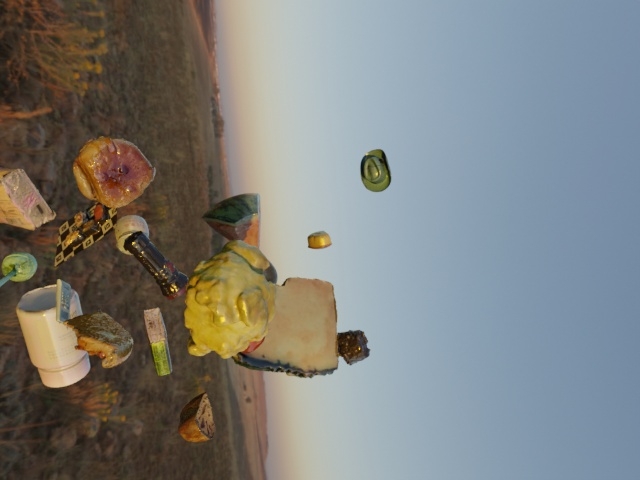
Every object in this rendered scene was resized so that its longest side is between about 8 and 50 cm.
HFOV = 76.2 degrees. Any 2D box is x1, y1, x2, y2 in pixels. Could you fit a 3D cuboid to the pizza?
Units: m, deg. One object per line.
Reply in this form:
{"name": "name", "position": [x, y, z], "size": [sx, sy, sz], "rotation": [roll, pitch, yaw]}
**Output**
{"name": "pizza", "position": [-0.496, 0.218, 0.923], "size": [0.271, 0.134, 0.056], "rotation": [19, -92, 45]}

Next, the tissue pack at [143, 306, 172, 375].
{"name": "tissue pack", "position": [-0.650, 0.406, 1.633], "size": [0.173, 0.073, 0.235], "rotation": [55, -34, 39]}

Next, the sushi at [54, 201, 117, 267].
{"name": "sushi", "position": [-0.813, -0.051, 1.388], "size": [0.043, 0.280, 0.192], "rotation": [47, 20, -53]}

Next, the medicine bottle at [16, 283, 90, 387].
{"name": "medicine bottle", "position": [-1.082, 0.394, 1.677], "size": [0.213, 0.214, 0.378], "rotation": [-120, -150, -64]}

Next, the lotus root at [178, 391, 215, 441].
{"name": "lotus root", "position": [-0.452, 0.649, 1.462], "size": [0.159, 0.135, 0.095], "rotation": [62, 16, 20]}

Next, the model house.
{"name": "model house", "position": [-0.200, 0.391, 1.724], "size": [0.400, 0.446, 0.395], "rotation": [140, -48, -56]}

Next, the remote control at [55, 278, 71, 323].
{"name": "remote control", "position": [-0.936, 0.223, 1.481], "size": [0.061, 0.029, 0.162], "rotation": [80, -3, -64]}

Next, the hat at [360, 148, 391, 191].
{"name": "hat", "position": [0.230, -0.304, 1.762], "size": [0.078, 0.138, 0.190], "rotation": [-4, 82, -57]}

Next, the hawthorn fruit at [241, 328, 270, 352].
{"name": "hawthorn fruit", "position": [-0.245, 0.328, 1.425], "size": [0.125, 0.140, 0.125], "rotation": [-164, -90, -83]}

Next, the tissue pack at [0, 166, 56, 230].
{"name": "tissue pack", "position": [-1.051, -0.142, 1.344], "size": [0.123, 0.257, 0.215], "rotation": [-67, 157, -44]}

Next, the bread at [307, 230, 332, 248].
{"name": "bread", "position": [-0.010, 0.001, 2.161], "size": [0.156, 0.125, 0.086], "rotation": [-122, -159, -77]}

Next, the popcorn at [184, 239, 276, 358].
{"name": "popcorn", "position": [-0.221, 0.151, 0.982], "size": [0.242, 0.235, 0.250], "rotation": [-39, 157, -54]}

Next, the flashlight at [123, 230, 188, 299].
{"name": "flashlight", "position": [-0.489, 0.072, 1.228], "size": [0.232, 0.093, 0.093], "rotation": [63, 1, -31]}

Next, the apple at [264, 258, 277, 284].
{"name": "apple", "position": [-0.304, 0.171, 1.894], "size": [0.188, 0.211, 0.211], "rotation": [45, 36, -81]}

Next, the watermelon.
{"name": "watermelon", "position": [-0.311, -0.090, 1.769], "size": [0.292, 0.250, 0.283], "rotation": [42, -9, -32]}

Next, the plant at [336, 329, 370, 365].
{"name": "plant", "position": [0.083, 0.496, 1.860], "size": [0.146, 0.275, 0.149], "rotation": [42, 36, -41]}

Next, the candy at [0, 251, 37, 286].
{"name": "candy", "position": [-1.171, 0.150, 1.511], "size": [0.440, 0.119, 0.119], "rotation": [-136, -139, -66]}

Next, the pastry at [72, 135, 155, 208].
{"name": "pastry", "position": [-0.634, -0.211, 1.272], "size": [0.100, 0.229, 0.218], "rotation": [19, -68, 42]}

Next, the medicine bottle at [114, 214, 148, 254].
{"name": "medicine bottle", "position": [-0.889, -0.026, 1.928], "size": [0.147, 0.147, 0.143], "rotation": [96, -26, -47]}
